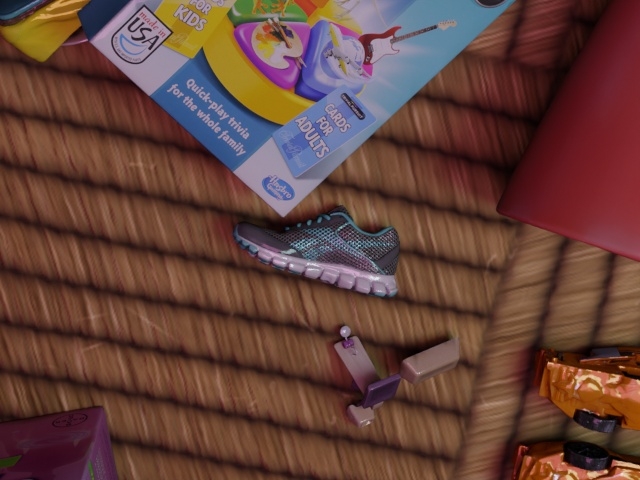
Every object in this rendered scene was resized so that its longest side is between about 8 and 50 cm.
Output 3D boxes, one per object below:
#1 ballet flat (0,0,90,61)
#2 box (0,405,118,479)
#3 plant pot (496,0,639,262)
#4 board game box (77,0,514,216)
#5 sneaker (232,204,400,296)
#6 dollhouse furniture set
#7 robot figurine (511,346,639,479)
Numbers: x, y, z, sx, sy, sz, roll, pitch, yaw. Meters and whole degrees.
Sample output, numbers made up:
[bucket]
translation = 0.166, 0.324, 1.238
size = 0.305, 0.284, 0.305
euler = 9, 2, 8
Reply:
[ballet flat]
translation = -0.184, -0.235, 1.387
size = 0.231, 0.077, 0.077
euler = -30, 125, 7
[box]
translation = -0.303, 0.261, 1.412
size = 0.214, 0.243, 0.117
euler = -9, 105, 0
[plant pot]
translation = 0.323, -0.093, 1.359
size = 0.275, 0.275, 0.243
euler = 19, 92, -8
[board game box]
translation = -0.002, -0.221, 1.350
size = 0.336, 0.079, 0.254
euler = -43, 122, 8
[sneaker]
translation = 0.000, 0.000, 1.464
size = 0.167, 0.065, 0.076
euler = 16, 86, -10
[dollhouse furniture set]
translation = 0.071, 0.115, 1.515
size = 0.114, 0.091, 0.081
euler = -21, 63, -20
[robot figurine]
translation = 0.344, 0.197, 1.511
size = 0.291, 0.085, 0.211
euler = 10, 104, -5
